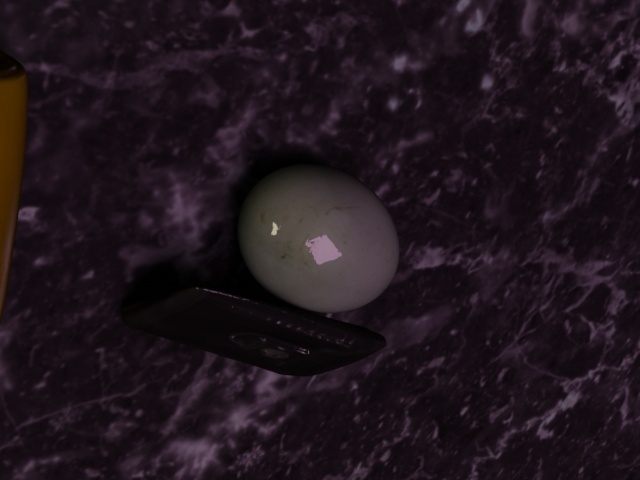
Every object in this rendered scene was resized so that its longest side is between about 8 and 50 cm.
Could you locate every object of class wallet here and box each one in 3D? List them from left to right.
[{"bbox_3d":[-0.071,0.096,1.324,0.245,0.168,0.052,18,68,-34],"label":"wallet"}]

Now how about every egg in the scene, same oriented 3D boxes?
[{"bbox_3d":[0.000,0.000,1.301,0.192,0.149,0.149,33,98,-41],"label":"egg"}]

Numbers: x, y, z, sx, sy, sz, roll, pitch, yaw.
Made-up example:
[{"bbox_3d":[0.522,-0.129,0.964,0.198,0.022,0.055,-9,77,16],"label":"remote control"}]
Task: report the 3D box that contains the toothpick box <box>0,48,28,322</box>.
[{"bbox_3d":[-0.340,-0.045,1.069,0.175,0.175,0.271,4,113,-31],"label":"toothpick box"}]
